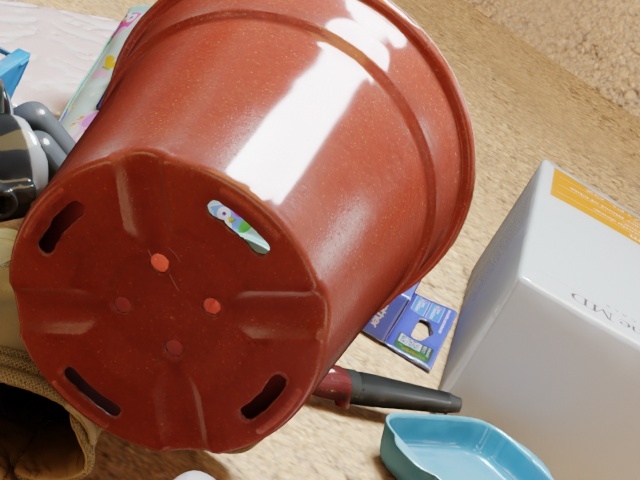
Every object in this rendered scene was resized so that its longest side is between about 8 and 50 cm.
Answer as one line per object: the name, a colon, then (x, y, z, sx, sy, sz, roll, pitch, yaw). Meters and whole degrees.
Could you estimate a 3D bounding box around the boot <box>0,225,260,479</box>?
boot: (-0.144, 0.109, 1.334, 0.262, 0.095, 0.203, 32, 21, -17)

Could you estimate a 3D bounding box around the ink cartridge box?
ink cartridge box: (0.000, 0.000, 1.916, 0.311, 0.065, 0.186, 33, 18, 2)

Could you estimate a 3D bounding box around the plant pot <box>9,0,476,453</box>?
plant pot: (-0.058, -0.013, 1.272, 0.272, 0.272, 0.265, 31, 30, 1)

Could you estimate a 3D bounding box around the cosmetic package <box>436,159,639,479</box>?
cosmetic package: (0.264, 0.088, 1.935, 0.230, 0.161, 0.453, 30, 18, -1)

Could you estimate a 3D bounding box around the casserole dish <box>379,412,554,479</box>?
casserole dish: (0.120, 0.191, 1.627, 0.188, 0.037, 0.114, 10, 27, -50)

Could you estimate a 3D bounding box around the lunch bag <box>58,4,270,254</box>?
lunch bag: (-0.092, -0.075, 1.653, 0.262, 0.160, 0.223, 23, 60, 4)

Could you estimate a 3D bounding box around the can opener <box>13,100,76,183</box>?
can opener: (-0.148, -0.005, 1.526, 0.280, 0.093, 0.074, 49, 15, -39)

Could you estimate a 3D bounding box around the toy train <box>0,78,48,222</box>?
toy train: (-0.339, -0.043, 1.241, 0.334, 0.142, 0.190, -9, 32, -28)

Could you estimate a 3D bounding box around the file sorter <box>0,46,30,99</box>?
file sorter: (-0.306, -0.075, 1.447, 0.104, 0.170, 0.118, 27, 18, 0)

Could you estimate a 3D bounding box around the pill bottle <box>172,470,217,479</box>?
pill bottle: (0.004, 0.261, 1.047, 0.283, 0.160, 0.160, 33, 18, 5)

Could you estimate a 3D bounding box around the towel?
towel: (-0.201, -0.146, 1.878, 0.332, 0.053, 0.317, 11, 23, -10)

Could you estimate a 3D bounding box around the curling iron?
curling iron: (0.019, 0.129, 1.633, 0.274, 0.035, 0.068, 11, 30, -45)
